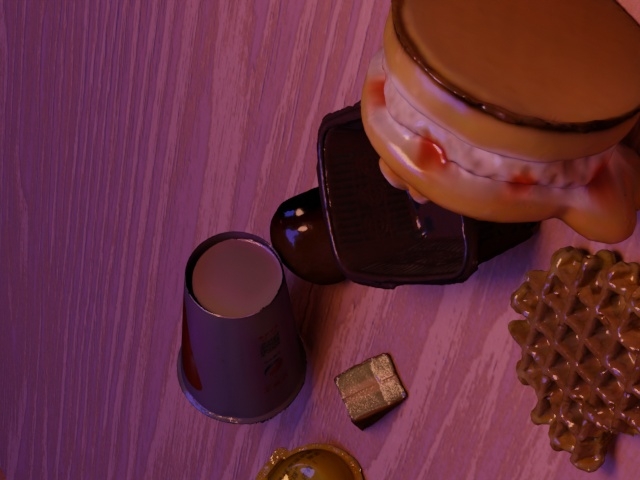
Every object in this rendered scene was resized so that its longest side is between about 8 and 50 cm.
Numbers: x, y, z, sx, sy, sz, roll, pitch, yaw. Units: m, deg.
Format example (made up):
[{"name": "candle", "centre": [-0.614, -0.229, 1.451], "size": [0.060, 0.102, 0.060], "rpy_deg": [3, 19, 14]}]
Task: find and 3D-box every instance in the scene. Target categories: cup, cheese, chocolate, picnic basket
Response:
[{"name": "cup", "centre": [-0.116, 0.114, 1.918], "size": [0.203, 0.203, 0.288], "rpy_deg": [60, 165, 25]}, {"name": "cheese", "centre": [0.009, 0.398, 1.980], "size": [0.270, 0.177, 0.069], "rpy_deg": [33, 173, 35]}, {"name": "chocolate", "centre": [0.000, 0.000, 1.856], "size": [0.124, 0.127, 0.133], "rpy_deg": [-96, -16, -77]}, {"name": "picnic basket", "centre": [0.122, -0.063, 1.563], "size": [0.297, 0.129, 0.222], "rpy_deg": [-3, 99, 60]}]

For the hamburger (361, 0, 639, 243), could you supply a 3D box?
[{"name": "hamburger", "centre": [0.191, -0.131, 1.312], "size": [0.303, 0.261, 0.186], "rpy_deg": [19, 137, 5]}]

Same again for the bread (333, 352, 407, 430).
[{"name": "bread", "centre": [0.074, 0.214, 1.898], "size": [0.139, 0.084, 0.074], "rpy_deg": [63, -178, -74]}]

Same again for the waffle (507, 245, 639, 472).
[{"name": "waffle", "centre": [0.293, 0.130, 1.429], "size": [0.253, 0.056, 0.249], "rpy_deg": [6, 109, 58]}]
